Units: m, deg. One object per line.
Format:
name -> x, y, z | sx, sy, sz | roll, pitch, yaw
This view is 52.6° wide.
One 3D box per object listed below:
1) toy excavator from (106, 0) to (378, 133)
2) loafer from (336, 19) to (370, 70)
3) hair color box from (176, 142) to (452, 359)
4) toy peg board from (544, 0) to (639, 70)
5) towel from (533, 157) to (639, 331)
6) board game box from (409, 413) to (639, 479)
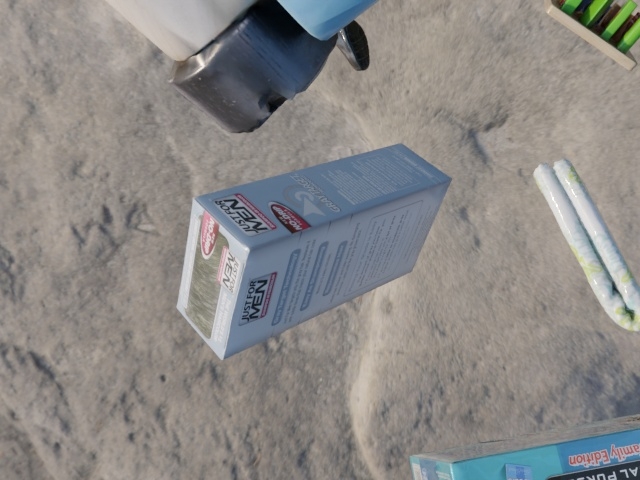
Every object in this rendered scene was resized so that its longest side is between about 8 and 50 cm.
toy excavator -> 0.031, -0.245, 0.281 | 0.445, 0.432, 0.222 | -33, 124, 26
loafer -> 0.039, -0.400, 1.243 | 0.061, 0.062, 0.170 | -14, 108, 44
hair color box -> 0.000, 0.000, 0.888 | 0.114, 0.375, 0.185 | 41, 132, 29
toy peg board -> 0.449, -0.364, 1.032 | 0.161, 0.160, 0.079 | 34, 122, -2
towel -> 0.578, 0.012, 1.372 | 0.090, 0.320, 0.374 | -29, 75, 23
board game box -> 0.297, 0.272, 0.777 | 0.336, 0.254, 0.079 | -8, 74, -4
